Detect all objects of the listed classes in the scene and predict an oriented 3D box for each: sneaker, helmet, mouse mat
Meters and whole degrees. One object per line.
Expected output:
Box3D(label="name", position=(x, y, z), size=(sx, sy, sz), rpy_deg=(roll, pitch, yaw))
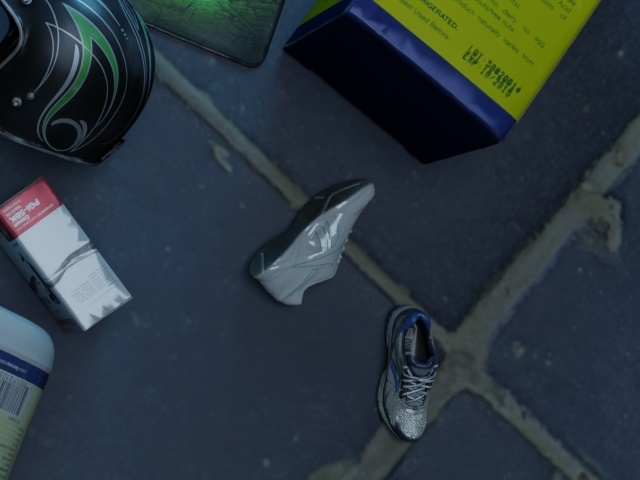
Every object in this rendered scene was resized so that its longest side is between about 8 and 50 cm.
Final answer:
Box3D(label="sneaker", position=(0.000, 0.000, 1.633), size=(0.152, 0.054, 0.061), rpy_deg=(-44, 115, -14))
Box3D(label="sneaker", position=(0.087, 0.130, 1.643), size=(0.052, 0.058, 0.135), rpy_deg=(-1, 87, -19))
Box3D(label="helmet", position=(-0.231, -0.164, 1.505), size=(0.169, 0.169, 0.161), rpy_deg=(22, 95, -16))
Box3D(label="mouse mat", position=(-0.119, -0.267, 1.632), size=(0.190, 0.007, 0.152), rpy_deg=(20, 80, -15))

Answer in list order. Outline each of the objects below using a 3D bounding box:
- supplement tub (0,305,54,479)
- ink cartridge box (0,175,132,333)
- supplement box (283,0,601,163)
Box3D(label="supplement tub", position=(-0.380, 0.189, 1.387), size=(0.235, 0.235, 0.324), rpy_deg=(24, 79, -16))
Box3D(label="ink cartridge box", position=(-0.239, 0.016, 1.519), size=(0.056, 0.099, 0.135), rpy_deg=(-38, 97, -18))
Box3D(label="supplement box", position=(0.161, -0.277, 1.628), size=(0.194, 0.195, 0.356), rpy_deg=(39, 76, -12))
